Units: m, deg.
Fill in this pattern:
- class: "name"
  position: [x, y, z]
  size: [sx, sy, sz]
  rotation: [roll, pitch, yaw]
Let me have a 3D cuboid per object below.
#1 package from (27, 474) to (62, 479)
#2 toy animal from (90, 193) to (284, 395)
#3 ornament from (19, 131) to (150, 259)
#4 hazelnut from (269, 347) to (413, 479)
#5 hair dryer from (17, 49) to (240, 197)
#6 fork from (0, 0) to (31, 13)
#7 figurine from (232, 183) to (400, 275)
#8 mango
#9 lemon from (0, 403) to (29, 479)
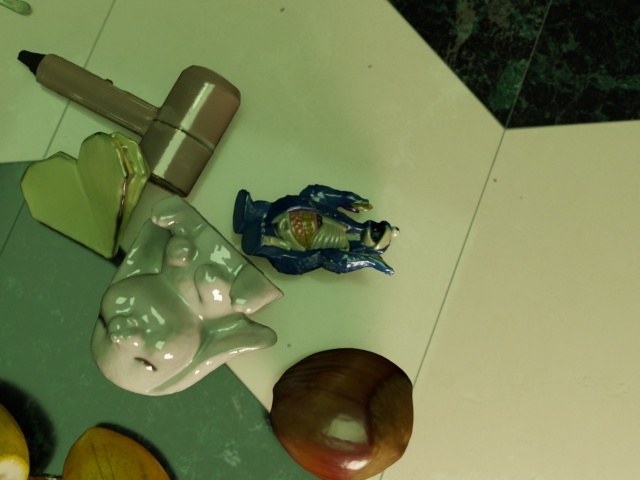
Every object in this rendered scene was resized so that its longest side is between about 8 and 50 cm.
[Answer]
- class: "package"
  position: [-0.410, 0.382, 1.316]
  size: [0.111, 0.033, 0.077]
  rotation: [0, 92, -2]
- class: "toy animal"
  position: [-0.209, 0.106, 1.308]
  size: [0.272, 0.206, 0.265]
  rotation: [41, 88, 15]
- class: "ornament"
  position: [-0.339, -0.056, 1.330]
  size: [0.201, 0.059, 0.180]
  rotation: [-18, 92, 27]
- class: "hazelnut"
  position: [0.032, 0.260, 1.324]
  size: [0.210, 0.210, 0.186]
  rotation: [-37, 111, -10]
- class: "hair dryer"
  position: [-0.310, -0.225, 1.385]
  size: [0.344, 0.107, 0.189]
  rotation: [28, 83, 4]
- class: "fork"
  position: [-0.556, -0.402, 1.407]
  size: [0.220, 0.028, 0.034]
  rotation: [24, 77, -3]
- class: "figurine"
  position: [-0.006, -0.006, 1.384]
  size: [0.262, 0.120, 0.164]
  rotation: [13, 45, -13]
- class: "mango"
  position: [-0.282, 0.385, 1.287]
  size: [0.154, 0.126, 0.252]
  rotation: [-27, 80, 1]
- class: "lemon"
  position: [-0.533, 0.297, 1.218]
  size: [0.219, 0.240, 0.240]
  rotation: [39, 79, 21]
